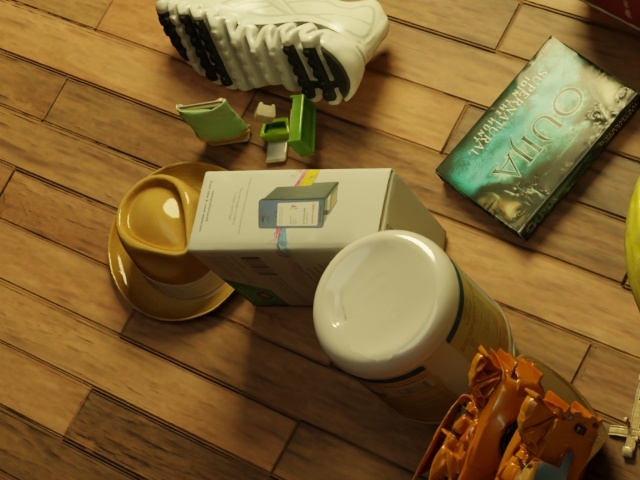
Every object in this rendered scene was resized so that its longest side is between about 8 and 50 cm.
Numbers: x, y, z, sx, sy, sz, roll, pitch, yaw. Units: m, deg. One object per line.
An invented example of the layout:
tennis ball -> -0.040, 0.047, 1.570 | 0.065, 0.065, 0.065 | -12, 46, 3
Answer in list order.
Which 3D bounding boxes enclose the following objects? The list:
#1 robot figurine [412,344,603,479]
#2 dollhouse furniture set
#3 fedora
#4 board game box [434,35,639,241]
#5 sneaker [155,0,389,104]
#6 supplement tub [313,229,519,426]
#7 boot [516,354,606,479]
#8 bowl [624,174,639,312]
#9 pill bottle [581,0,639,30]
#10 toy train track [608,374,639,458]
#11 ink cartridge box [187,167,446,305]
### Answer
robot figurine -> 0.124, 0.246, 1.694 | 0.291, 0.085, 0.211 | -64, 25, 7
dollhouse furniture set -> -0.078, -0.113, 2.128 | 0.151, 0.076, 0.058 | -6, 64, 23
fedora -> -0.158, -0.010, 2.118 | 0.194, 0.079, 0.194 | -10, 64, 22
board game box -> 0.220, -0.104, 2.004 | 0.186, 0.026, 0.126 | -50, 55, -2
sneaker -> -0.053, -0.229, 2.166 | 0.292, 0.110, 0.118 | 16, 54, 35
supplement tub -> 0.095, 0.089, 1.869 | 0.144, 0.199, 0.144 | -12, 61, 23
boot -> 0.168, 0.257, 1.826 | 0.220, 0.109, 0.283 | -52, 28, 30
bowl -> 0.384, 0.044, 1.754 | 0.289, 0.156, 0.289 | 10, 54, -14
pill bottle -> 0.393, -0.279, 1.881 | 0.392, 0.224, 0.224 | 33, 84, 34
toy train track -> 0.294, 0.161, 1.851 | 0.048, 0.014, 0.083 | 6, 70, 28
ink cartridge box -> 0.000, 0.000, 1.988 | 0.212, 0.154, 0.093 | 1, 67, 28
